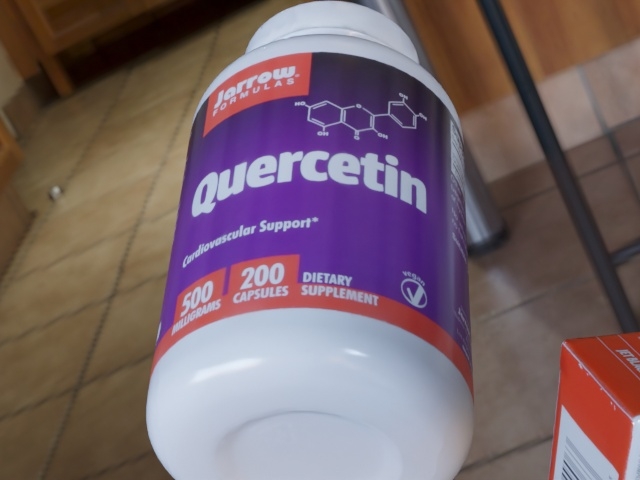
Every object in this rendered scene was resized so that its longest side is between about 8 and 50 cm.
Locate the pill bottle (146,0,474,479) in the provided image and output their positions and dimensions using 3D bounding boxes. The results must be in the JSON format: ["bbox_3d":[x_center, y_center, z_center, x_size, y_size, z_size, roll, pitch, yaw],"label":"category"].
[{"bbox_3d":[0.000,0.000,0.813,0.181,0.181,0.323,-18,44,21],"label":"pill bottle"}]

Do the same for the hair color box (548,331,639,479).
[{"bbox_3d":[0.157,0.074,0.415,0.167,0.093,0.053,-3,24,-13],"label":"hair color box"}]
